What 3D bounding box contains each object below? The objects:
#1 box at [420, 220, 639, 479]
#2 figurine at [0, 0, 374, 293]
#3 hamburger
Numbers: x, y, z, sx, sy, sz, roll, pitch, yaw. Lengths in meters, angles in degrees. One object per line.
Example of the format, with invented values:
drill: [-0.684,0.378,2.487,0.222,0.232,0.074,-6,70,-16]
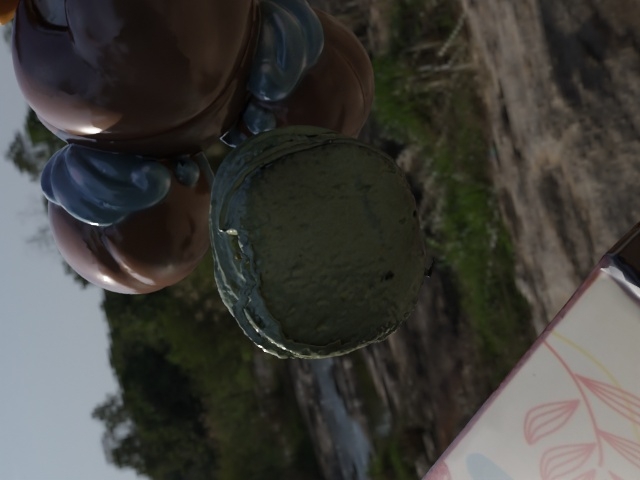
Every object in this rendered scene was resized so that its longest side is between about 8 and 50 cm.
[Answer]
box: [0.210,0.197,0.553,0.344,0.122,0.385,43,143,14]
figurine: [-0.172,-0.178,0.892,0.388,0.276,0.248,49,178,29]
hamburger: [0.000,0.000,0.682,0.062,0.133,0.140,164,107,-65]
